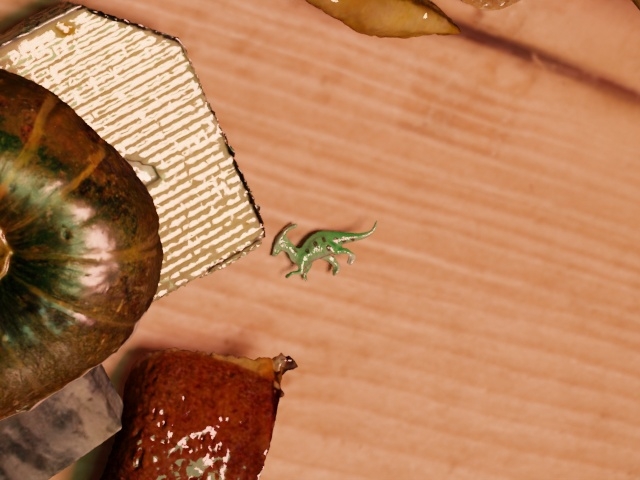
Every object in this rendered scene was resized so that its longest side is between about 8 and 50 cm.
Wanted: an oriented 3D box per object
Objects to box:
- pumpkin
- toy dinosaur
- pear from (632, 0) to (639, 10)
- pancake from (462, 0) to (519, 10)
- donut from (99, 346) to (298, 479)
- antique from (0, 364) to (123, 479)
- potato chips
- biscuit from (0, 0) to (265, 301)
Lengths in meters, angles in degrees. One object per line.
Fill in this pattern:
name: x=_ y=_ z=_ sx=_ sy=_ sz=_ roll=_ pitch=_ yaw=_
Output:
pumpkin: x=-0.245 y=-0.004 z=1.337 sx=0.260 sy=0.189 sz=0.260 roll=-1 pitch=104 yaw=-5
toy dinosaur: x=0.000 y=0.000 z=1.558 sx=0.062 sy=0.021 sz=0.083 roll=39 pitch=88 yaw=-19
pear: x=0.359 y=-0.276 z=1.511 sx=0.283 sy=0.283 sz=0.283 roll=-9 pitch=110 yaw=-25
pancake: x=0.143 y=-0.262 z=1.542 sx=0.151 sy=0.025 sz=0.152 roll=-9 pitch=111 yaw=-24
donut: x=-0.107 y=0.180 z=1.502 sx=0.126 sy=0.144 sz=0.186 roll=17 pitch=125 yaw=-10
antique: x=-0.244 y=0.139 z=1.439 sx=0.183 sy=0.088 sz=0.086 roll=-34 pitch=120 yaw=-14
potato chips: x=-0.030 y=-0.240 z=1.414 sx=0.080 sy=0.057 sz=0.407 roll=-50 pitch=130 yaw=2
biscuit: x=-0.148 y=-0.070 z=1.443 sx=0.147 sy=0.046 sz=0.250 roll=-32 pitch=119 yaw=-14
